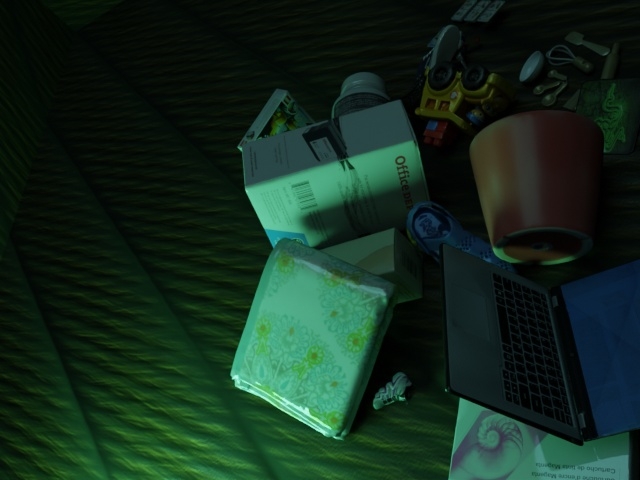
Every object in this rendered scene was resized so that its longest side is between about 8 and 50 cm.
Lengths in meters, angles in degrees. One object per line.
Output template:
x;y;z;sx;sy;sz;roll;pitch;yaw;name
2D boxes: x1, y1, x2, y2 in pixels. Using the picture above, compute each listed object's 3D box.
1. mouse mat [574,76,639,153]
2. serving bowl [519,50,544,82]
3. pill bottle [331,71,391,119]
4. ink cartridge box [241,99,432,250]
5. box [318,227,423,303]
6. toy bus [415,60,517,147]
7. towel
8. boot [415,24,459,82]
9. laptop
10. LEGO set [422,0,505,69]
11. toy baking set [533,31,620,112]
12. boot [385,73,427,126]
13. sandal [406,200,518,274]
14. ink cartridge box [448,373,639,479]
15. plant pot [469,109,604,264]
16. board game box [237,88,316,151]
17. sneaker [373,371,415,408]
0.638;-0.279;1.627;0.153;0.007;0.189;6;75;41;mouse mat
0.531;-0.428;1.816;0.083;0.027;0.083;-60;13;23;serving bowl
0.116;-0.297;1.964;0.176;0.176;0.318;-19;50;28;pill bottle
0.045;-0.134;1.742;0.395;0.285;0.166;-15;48;6;ink cartridge box
0.074;0.089;1.735;0.311;0.148;0.121;-18;51;31;box
0.350;-0.325;1.831;0.220;0.149;0.211;17;85;42;toy bus
-0.019;0.216;1.632;0.321;0.090;0.374;22;98;29;towel
0.311;-0.499;1.988;0.086;0.069;0.189;45;124;50;boot
0.445;0.126;1.276;0.381;0.408;0.236;-81;17;-52;laptop
0.398;-0.571;2.053;0.244;0.060;0.182;-49;30;-3;LEGO set
0.617;-0.414;1.749;0.197;0.030;0.256;9;66;43;toy baking set
0.236;-0.381;1.891;0.077;0.198;0.137;29;102;19;boot
0.293;0.016;1.594;0.317;0.138;0.126;38;85;33;sandal
0.392;0.399;1.301;0.324;0.071;0.330;-8;54;35;ink cartridge box
0.448;-0.093;1.501;0.275;0.275;0.243;-13;63;33;plant pot
-0.070;-0.239;1.976;0.053;0.305;0.193;22;76;44;board game box
0.161;0.334;1.558;0.098;0.038;0.069;-49;41;-1;sneaker
